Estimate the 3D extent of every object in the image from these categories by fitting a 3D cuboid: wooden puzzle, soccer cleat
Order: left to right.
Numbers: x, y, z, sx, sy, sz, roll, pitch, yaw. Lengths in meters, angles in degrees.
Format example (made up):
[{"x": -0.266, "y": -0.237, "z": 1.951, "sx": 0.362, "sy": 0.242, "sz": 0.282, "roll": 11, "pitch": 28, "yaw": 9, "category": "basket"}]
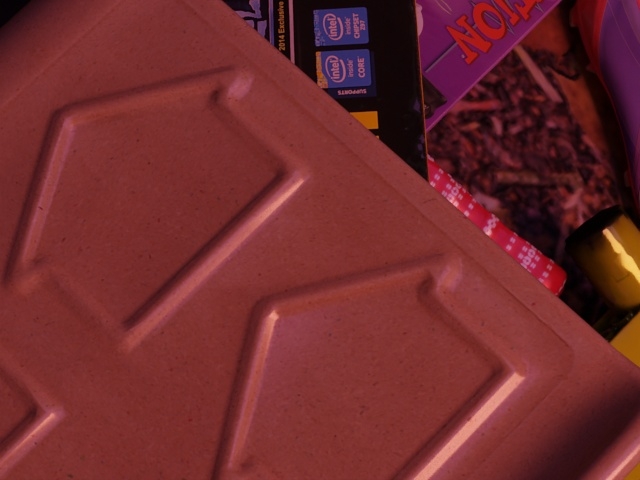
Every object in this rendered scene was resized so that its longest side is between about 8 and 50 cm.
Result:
[{"x": -0.085, "y": 0.075, "z": 0.678, "sx": 0.348, "sy": 0.080, "sz": 0.322, "roll": 42, "pitch": 77, "yaw": 19, "category": "wooden puzzle"}, {"x": 0.235, "y": -0.070, "z": 1.004, "sx": 0.083, "sy": 0.095, "sz": 0.248, "roll": -15, "pitch": 78, "yaw": -30, "category": "soccer cleat"}]

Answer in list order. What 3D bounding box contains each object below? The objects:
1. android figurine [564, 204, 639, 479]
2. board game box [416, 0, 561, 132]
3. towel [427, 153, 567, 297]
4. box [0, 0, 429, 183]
[{"x": 0.212, "y": 0.121, "z": 0.928, "sx": 0.248, "sy": 0.056, "sz": 0.273, "roll": -40, "pitch": 97, "yaw": -26, "category": "android figurine"}, {"x": 0.069, "y": -0.214, "z": 0.986, "sx": 0.208, "sy": 0.056, "sz": 0.347, "roll": 50, "pitch": 52, "yaw": -7, "category": "board game box"}, {"x": 0.000, "y": 0.000, "z": 0.902, "sx": 0.275, "sy": 0.031, "sz": 0.199, "roll": 42, "pitch": 60, "yaw": -7, "category": "towel"}, {"x": -0.073, "y": 0.006, "z": 0.777, "sx": 0.257, "sy": 0.079, "sz": 0.322, "roll": -3, "pitch": 71, "yaw": 0, "category": "box"}]
